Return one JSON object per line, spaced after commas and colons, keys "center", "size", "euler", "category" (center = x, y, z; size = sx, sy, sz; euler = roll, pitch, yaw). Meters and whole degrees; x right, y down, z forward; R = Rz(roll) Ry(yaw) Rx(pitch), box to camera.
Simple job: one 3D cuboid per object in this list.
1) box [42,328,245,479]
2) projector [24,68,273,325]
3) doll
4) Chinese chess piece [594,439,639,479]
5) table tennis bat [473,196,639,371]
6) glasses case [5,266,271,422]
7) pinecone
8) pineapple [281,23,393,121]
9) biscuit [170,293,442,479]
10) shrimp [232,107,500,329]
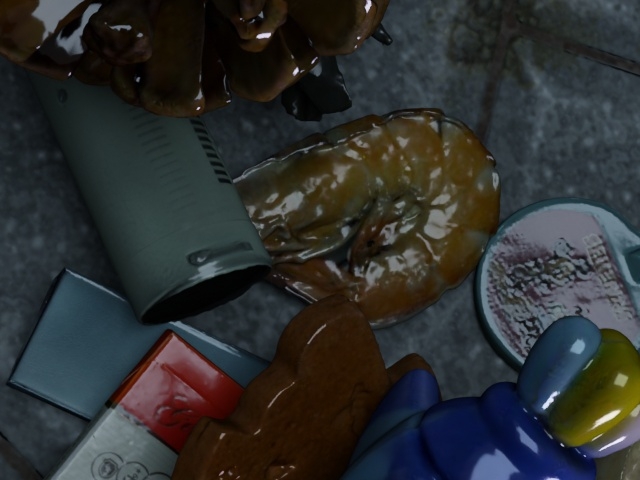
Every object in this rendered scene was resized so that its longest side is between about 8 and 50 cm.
{"center": [-0.135, 0.199, 1.337], "size": [0.139, 0.035, 0.245], "euler": [39, 83, -12], "category": "box"}
{"center": [-0.150, -0.106, 1.348], "size": [0.108, 0.108, 0.337], "euler": [-21, 75, -18], "category": "projector"}
{"center": [0.115, 0.226, 1.282], "size": [0.376, 0.187, 0.365], "euler": [-27, 120, -13], "category": "doll"}
{"center": [0.328, 0.217, 1.457], "size": [0.270, 0.112, 0.270], "euler": [3, 79, -14], "category": "Chinese chess piece"}
{"center": [0.240, 0.027, 1.508], "size": [0.244, 0.040, 0.152], "euler": [-19, 85, -14], "category": "table tennis bat"}
{"center": [-0.094, 0.116, 1.392], "size": [0.266, 0.056, 0.105], "euler": [26, 98, -10], "category": "glasses case"}
{"center": [-0.089, -0.239, 1.141], "size": [0.385, 0.384, 0.384], "euler": [3, 79, -15], "category": "pinecone"}
{"center": [0.038, -0.235, 1.428], "size": [0.141, 0.170, 0.310], "euler": [28, 66, -9], "category": "pineapple"}
{"center": [0.019, 0.190, 1.356], "size": [0.306, 0.043, 0.283], "euler": [21, 96, -39], "category": "biscuit"}
{"center": [0.000, 0.000, 1.431], "size": [0.317, 0.062, 0.164], "euler": [-18, 93, -17], "category": "shrimp"}
